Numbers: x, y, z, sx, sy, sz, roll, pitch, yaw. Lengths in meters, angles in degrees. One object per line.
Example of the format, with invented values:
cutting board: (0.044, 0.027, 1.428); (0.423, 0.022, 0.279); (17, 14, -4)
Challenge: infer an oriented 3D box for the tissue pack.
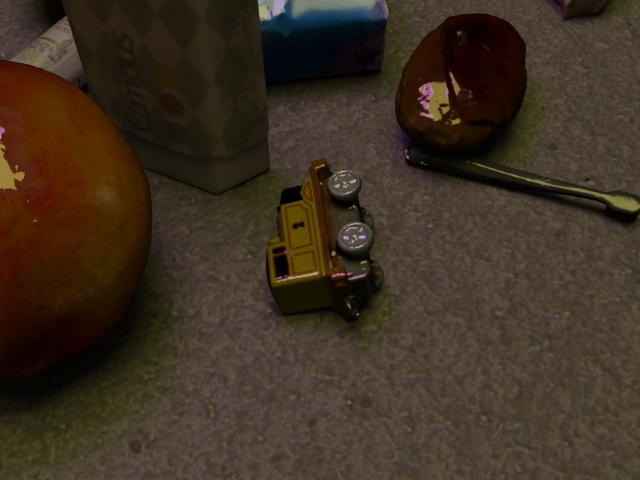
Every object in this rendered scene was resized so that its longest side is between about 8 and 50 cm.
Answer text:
tissue pack: (-0.054, -0.331, 1.235); (0.264, 0.146, 0.198); (-8, 68, -3)

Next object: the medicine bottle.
medicine bottle: (-0.360, -0.235, 1.224); (0.086, 0.086, 0.183); (26, 56, 20)

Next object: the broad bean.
broad bean: (0.183, -0.199, 1.162); (0.156, 0.122, 0.228); (26, 60, 3)

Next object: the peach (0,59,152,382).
peach: (-0.326, -0.018, 0.934); (0.308, 0.308, 0.332); (-14, 69, -10)

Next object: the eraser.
eraser: (-0.174, -0.225, 1.013); (0.213, 0.396, 0.082); (21, 55, 16)

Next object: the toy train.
toy train: (0.000, 0.000, 1.029); (0.127, 0.089, 0.219); (-12, 52, 5)

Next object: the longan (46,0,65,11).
longan: (-0.320, -0.442, 1.285); (0.258, 0.258, 0.258); (-1, 51, 1)

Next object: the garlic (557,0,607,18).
garlic: (0.347, -0.443, 1.363); (0.245, 0.145, 0.164); (40, 93, 31)

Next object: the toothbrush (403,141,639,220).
toothbrush: (0.245, -0.075, 1.120); (0.297, 0.030, 0.030); (16, 62, 15)
